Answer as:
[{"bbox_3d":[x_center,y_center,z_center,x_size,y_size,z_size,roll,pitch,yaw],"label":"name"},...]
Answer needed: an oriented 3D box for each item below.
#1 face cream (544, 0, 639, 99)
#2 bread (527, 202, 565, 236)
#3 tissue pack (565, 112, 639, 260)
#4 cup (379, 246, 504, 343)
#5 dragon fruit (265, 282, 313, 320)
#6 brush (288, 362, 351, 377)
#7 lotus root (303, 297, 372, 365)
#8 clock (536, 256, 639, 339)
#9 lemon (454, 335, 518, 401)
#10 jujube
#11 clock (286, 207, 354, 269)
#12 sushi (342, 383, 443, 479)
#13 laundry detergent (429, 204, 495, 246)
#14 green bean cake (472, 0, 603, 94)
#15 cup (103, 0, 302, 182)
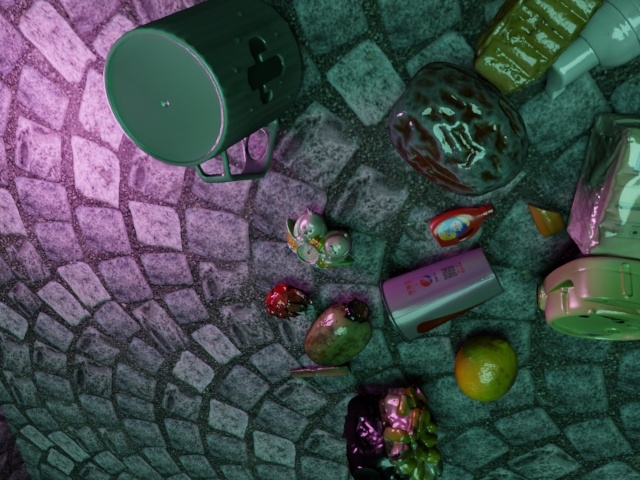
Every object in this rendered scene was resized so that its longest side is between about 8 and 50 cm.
[{"bbox_3d":[0.597,-0.424,0.787,0.370,0.145,0.145,-37,102,27],"label":"face cream"},{"bbox_3d":[0.568,-0.060,1.040,0.062,0.049,0.103,-23,110,25],"label":"bread"},{"bbox_3d":[0.769,-0.100,0.869,0.381,0.207,0.297,8,117,12],"label":"tissue pack"},{"bbox_3d":[0.335,0.141,1.143,0.289,0.203,0.203,-29,106,20],"label":"cup"},{"bbox_3d":[-0.105,0.198,1.327,0.142,0.130,0.121,-3,115,-27],"label":"dragon fruit"},{"bbox_3d":[-0.002,0.466,1.487,0.248,0.036,0.043,-16,107,30],"label":"brush"},{"bbox_3d":[0.047,0.313,1.331,0.173,0.173,0.309,33,128,-2],"label":"lotus root"},{"bbox_3d":[0.681,0.156,0.994,0.286,0.117,0.348,10,157,3],"label":"clock"},{"bbox_3d":[0.485,0.373,1.224,0.170,0.170,0.207,12,112,10],"label":"lemon"},{"bbox_3d":[0.305,-0.232,0.921,0.308,0.215,0.246,33,137,4],"label":"jujube"},{"bbox_3d":[0.000,0.000,1.204,0.231,0.103,0.144,34,129,-1],"label":"clock"},{"bbox_3d":[0.256,0.655,1.349,0.285,0.328,0.328,-23,107,14],"label":"sushi"},{"bbox_3d":[0.381,-0.044,1.103,0.165,0.049,0.097,-24,115,24],"label":"laundry detergent"},{"bbox_3d":[0.406,-0.414,0.805,0.131,0.229,0.224,37,124,-3],"label":"green bean cake"},{"bbox_3d":[-0.213,-0.328,0.941,0.310,0.392,0.401,-29,111,33],"label":"cup"}]
